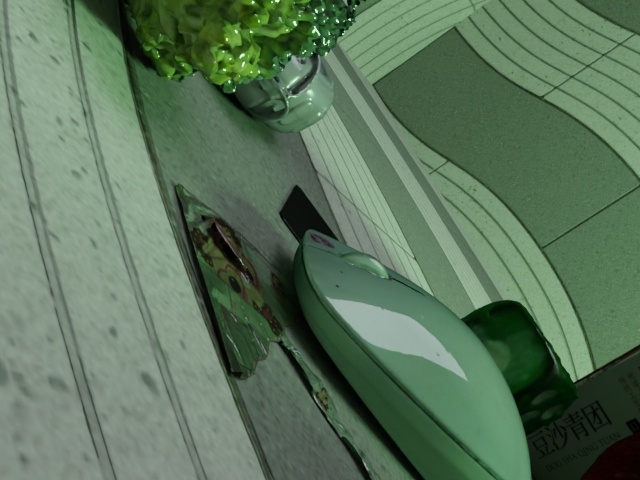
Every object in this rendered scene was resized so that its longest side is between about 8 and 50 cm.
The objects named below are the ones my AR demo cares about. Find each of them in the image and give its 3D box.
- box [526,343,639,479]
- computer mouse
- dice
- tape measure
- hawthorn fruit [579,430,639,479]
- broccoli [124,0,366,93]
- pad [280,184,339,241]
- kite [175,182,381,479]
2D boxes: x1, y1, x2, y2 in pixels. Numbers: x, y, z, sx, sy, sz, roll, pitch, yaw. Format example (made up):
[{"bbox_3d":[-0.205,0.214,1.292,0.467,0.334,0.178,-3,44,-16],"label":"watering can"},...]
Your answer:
[{"bbox_3d":[0.469,0.318,1.038,0.122,0.344,0.385,-18,70,-40],"label":"box"},{"bbox_3d":[0.087,0.102,0.693,0.288,0.097,0.159,55,12,-17],"label":"computer mouse"},{"bbox_3d":[0.216,0.157,0.986,0.120,0.131,0.128,45,14,-49],"label":"dice"},{"bbox_3d":[-0.062,-0.217,0.935,0.236,0.120,0.197,65,12,21],"label":"tape measure"},{"bbox_3d":[0.383,0.347,0.842,0.295,0.295,0.311,-71,150,-75],"label":"hawthorn fruit"},{"bbox_3d":[-0.117,-0.261,0.586,0.353,0.275,0.397,13,-7,15],"label":"broccoli"},{"bbox_3d":[0.000,0.000,0.862,0.112,0.003,0.157,54,12,-9],"label":"pad"},{"bbox_3d":[-0.026,0.063,0.575,0.250,0.012,0.229,57,13,2],"label":"kite"}]
